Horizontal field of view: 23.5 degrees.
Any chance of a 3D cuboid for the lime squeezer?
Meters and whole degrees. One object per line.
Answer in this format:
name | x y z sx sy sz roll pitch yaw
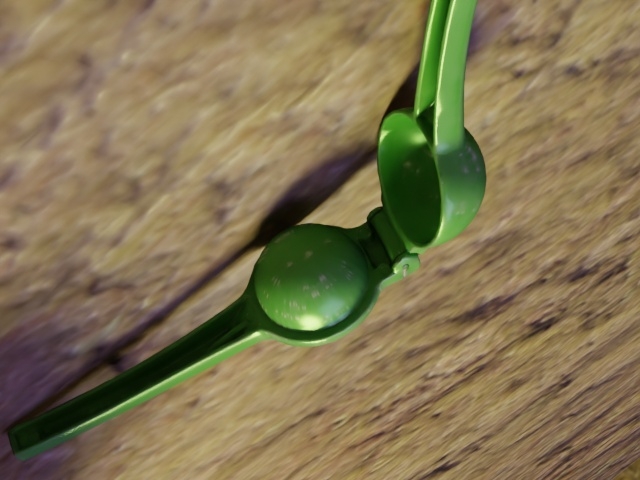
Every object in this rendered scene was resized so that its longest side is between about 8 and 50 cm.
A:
lime squeezer | 0.000 0.000 0.609 0.310 0.059 0.110 -47 159 29
